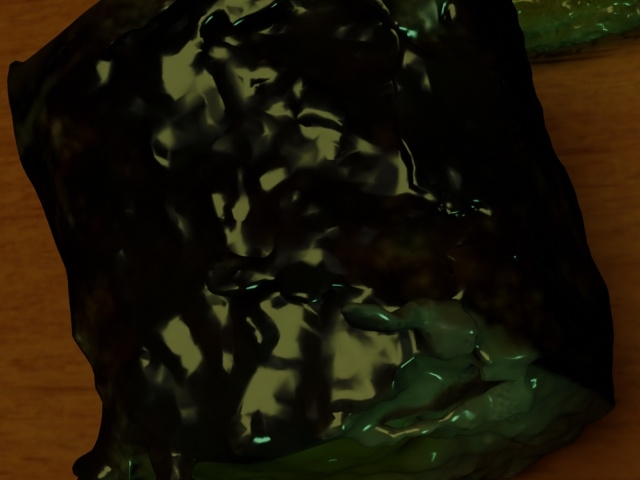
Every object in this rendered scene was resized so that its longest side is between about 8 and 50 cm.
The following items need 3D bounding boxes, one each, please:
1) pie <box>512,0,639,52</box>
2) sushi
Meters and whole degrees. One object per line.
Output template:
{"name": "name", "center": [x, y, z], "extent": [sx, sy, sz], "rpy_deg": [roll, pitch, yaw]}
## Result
{"name": "pie", "center": [0.128, -0.257, 1.054], "extent": [0.323, 0.070, 0.323], "rpy_deg": [-9, 66, 21]}
{"name": "sushi", "center": [0.001, 0.002, 0.894], "extent": [0.299, 0.281, 0.294], "rpy_deg": [-27, 61, 29]}
